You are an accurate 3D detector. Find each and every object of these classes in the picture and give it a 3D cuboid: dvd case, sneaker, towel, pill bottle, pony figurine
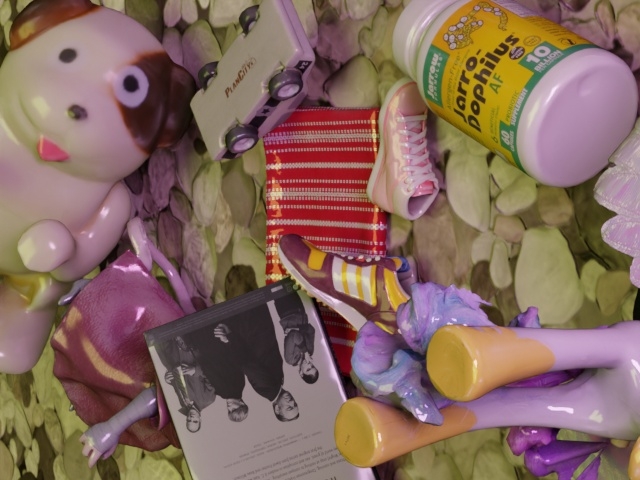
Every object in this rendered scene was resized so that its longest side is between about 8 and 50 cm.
[{"bbox_3d":[-0.058,0.173,1.519,0.179,0.029,0.239,-21,83,9],"label":"dvd case"},{"bbox_3d":[0.087,-0.081,1.422,0.070,0.051,0.134,39,127,44],"label":"sneaker"},{"bbox_3d":[0.000,0.000,1.566,0.199,0.031,0.275,7,99,53],"label":"towel"},{"bbox_3d":[0.153,-0.137,1.265,0.208,0.117,0.118,41,124,45],"label":"pill bottle"},{"bbox_3d":[0.200,0.092,0.904,0.351,0.363,0.303,37,122,49],"label":"pony figurine"},{"bbox_3d":[0.043,0.037,1.460,0.185,0.069,0.084,40,103,18],"label":"sneaker"}]

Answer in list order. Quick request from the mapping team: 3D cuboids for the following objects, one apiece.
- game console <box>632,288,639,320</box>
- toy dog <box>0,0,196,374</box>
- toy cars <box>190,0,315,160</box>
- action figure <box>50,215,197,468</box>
[{"bbox_3d":[0.382,-0.058,0.949,0.342,0.060,0.387,23,111,39],"label":"game console"},{"bbox_3d":[-0.315,-0.095,1.813,0.284,0.395,0.408,42,130,-1],"label":"toy dog"},{"bbox_3d":[-0.038,-0.264,1.540,0.176,0.087,0.394,26,112,50],"label":"toy cars"},{"bbox_3d":[-0.131,0.181,1.691,0.370,0.248,0.276,22,68,39],"label":"action figure"}]
